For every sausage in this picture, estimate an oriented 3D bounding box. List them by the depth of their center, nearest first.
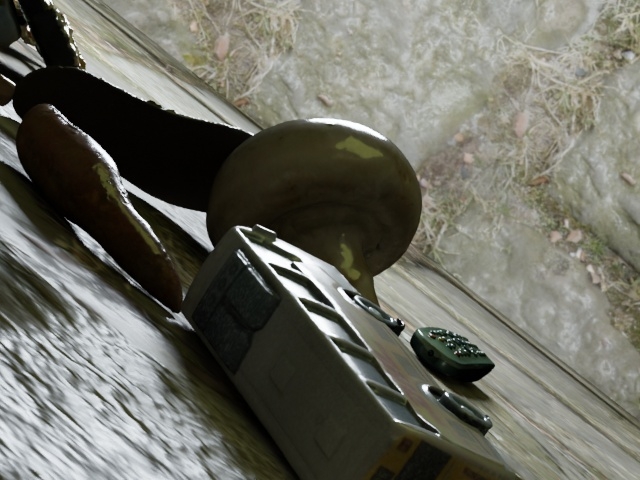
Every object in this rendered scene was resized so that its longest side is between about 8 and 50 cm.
[{"bbox_3d":[-0.322,-0.158,1.772,0.116,0.026,0.026,34,6,-28],"label":"sausage"}]

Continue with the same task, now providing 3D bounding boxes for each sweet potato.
[{"bbox_3d":[-0.180,-0.040,1.526,0.255,0.058,0.078,47,-10,40],"label":"sweet potato"}]

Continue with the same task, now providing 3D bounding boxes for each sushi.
[{"bbox_3d":[-0.276,-0.218,2.042,0.210,0.040,0.192,-130,-163,-74],"label":"sushi"}]

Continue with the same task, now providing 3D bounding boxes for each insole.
[{"bbox_3d":[-0.150,-0.087,1.871,0.328,0.111,0.007,24,33,-38],"label":"insole"}]

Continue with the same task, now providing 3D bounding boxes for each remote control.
[{"bbox_3d":[0.158,0.136,2.353,0.072,0.042,0.222,39,6,17],"label":"remote control"}]

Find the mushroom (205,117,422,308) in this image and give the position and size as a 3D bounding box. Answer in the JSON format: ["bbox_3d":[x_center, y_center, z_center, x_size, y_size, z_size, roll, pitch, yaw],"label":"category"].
[{"bbox_3d":[-0.012,-0.007,1.865,0.206,0.209,0.206,15,-14,4],"label":"mushroom"}]

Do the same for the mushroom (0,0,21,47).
[{"bbox_3d":[-0.379,-0.274,2.040,0.108,0.096,0.247,6,20,-33],"label":"mushroom"}]

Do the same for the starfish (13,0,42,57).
[{"bbox_3d":[-0.327,-0.236,2.260,0.213,0.057,0.238,41,5,31],"label":"starfish"}]

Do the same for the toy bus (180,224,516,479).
[{"bbox_3d":[0.011,0.102,1.361,0.138,0.097,0.342,27,11,-31],"label":"toy bus"}]
